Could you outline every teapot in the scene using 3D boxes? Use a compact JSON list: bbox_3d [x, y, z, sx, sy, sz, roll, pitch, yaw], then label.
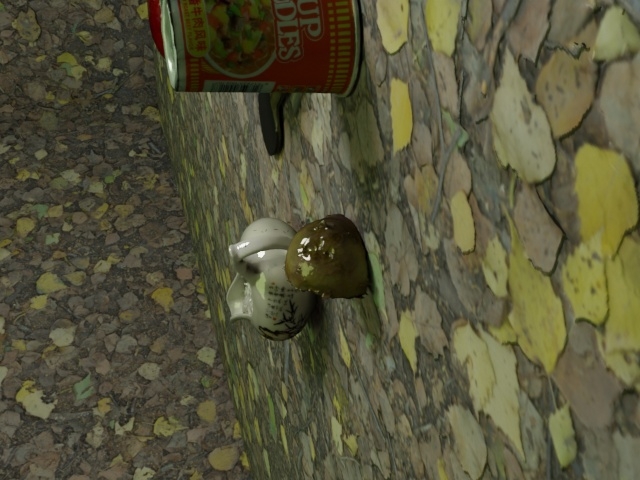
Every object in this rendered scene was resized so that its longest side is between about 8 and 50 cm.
[{"bbox_3d":[-0.091,0.058,1.386,0.299,0.166,0.208,87,180,-64],"label":"teapot"}]

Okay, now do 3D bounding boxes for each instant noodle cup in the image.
[{"bbox_3d":[-0.080,-0.255,0.998,0.193,0.212,0.193,171,90,-77],"label":"instant noodle cup"}]

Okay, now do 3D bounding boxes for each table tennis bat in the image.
[{"bbox_3d":[-0.085,-0.230,1.432,0.246,0.022,0.138,138,122,-75],"label":"table tennis bat"}]

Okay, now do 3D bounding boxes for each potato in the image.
[{"bbox_3d":[0.000,0.000,1.098,0.172,0.101,0.089,-116,26,-57],"label":"potato"}]

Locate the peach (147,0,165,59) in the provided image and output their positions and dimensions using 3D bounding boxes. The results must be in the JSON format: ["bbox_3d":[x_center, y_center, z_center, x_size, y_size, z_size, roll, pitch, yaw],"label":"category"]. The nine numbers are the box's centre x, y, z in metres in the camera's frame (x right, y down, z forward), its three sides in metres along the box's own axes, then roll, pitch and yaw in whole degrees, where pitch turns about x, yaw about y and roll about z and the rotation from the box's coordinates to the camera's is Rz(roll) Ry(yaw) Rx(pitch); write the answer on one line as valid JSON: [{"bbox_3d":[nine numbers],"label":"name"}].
[{"bbox_3d":[-0.143,-0.371,1.252,0.248,0.245,0.274,51,150,4],"label":"peach"}]
